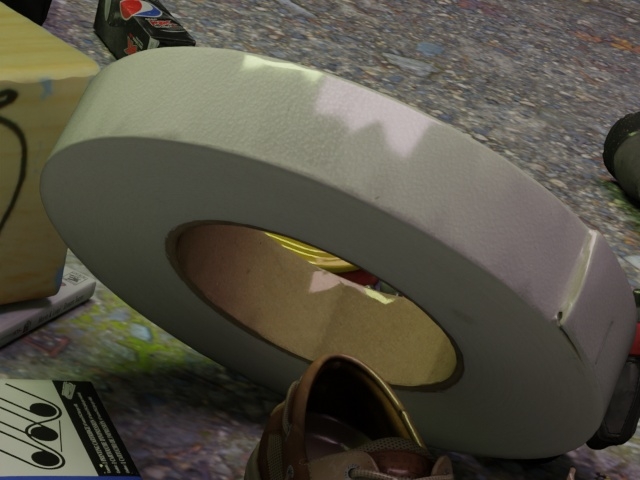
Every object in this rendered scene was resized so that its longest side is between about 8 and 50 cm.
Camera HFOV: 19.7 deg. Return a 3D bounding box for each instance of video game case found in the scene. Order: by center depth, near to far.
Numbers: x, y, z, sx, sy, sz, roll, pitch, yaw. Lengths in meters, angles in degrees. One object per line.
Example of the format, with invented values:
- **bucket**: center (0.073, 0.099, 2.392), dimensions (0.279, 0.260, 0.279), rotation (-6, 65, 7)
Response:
- **video game case**: center (-0.267, 0.025, 1.363), dimensions (0.157, 0.019, 0.143), rotation (24, 23, 17)

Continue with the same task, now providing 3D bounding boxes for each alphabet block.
- **alphabet block**: center (-0.298, -0.068, 1.289), dimensions (0.193, 0.192, 0.197), rotation (30, 27, 36)

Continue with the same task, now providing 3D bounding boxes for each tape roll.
- **tape roll**: center (0.009, 0.018, 1.175), dimensions (0.392, 0.392, 0.072), rotation (21, 67, 9)

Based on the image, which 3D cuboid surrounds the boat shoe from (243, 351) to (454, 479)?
- **boat shoe**: center (0.027, 0.172, 1.082), dimensions (0.123, 0.116, 0.324), rotation (7, 23, -22)

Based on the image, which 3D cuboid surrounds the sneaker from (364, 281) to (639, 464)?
- **sneaker**: center (0.129, 0.095, 1.370), dimensions (0.276, 0.135, 0.097), rotation (4, 1, 42)

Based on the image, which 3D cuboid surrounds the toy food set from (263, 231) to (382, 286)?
- **toy food set**: center (0.000, 0.000, 1.566), dimensions (0.218, 0.071, 0.128), rotation (22, 46, 19)

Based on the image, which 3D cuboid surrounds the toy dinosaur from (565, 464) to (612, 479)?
- **toy dinosaur**: center (0.201, 0.195, 1.239), dimensions (0.092, 0.053, 0.183), rotation (21, 22, 8)

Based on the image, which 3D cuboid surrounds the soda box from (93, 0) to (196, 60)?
- **soda box**: center (-0.188, -0.218, 1.953), dimensions (0.053, 0.060, 0.169), rotation (3, 25, -28)

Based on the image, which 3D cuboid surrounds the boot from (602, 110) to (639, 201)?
- **boot**: center (0.476, -0.036, 1.946), dimensions (0.338, 0.118, 0.223), rotation (0, 27, -10)

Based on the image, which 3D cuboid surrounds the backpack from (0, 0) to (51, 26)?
- **backpack**: center (-0.385, -0.316, 1.843), dimensions (0.290, 0.273, 0.356), rotation (11, 44, -7)

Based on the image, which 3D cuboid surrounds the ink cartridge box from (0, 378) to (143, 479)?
- **ink cartridge box**: center (-0.157, 0.152, 1.096), dimensions (0.097, 0.046, 0.207), rotation (4, 25, -26)
